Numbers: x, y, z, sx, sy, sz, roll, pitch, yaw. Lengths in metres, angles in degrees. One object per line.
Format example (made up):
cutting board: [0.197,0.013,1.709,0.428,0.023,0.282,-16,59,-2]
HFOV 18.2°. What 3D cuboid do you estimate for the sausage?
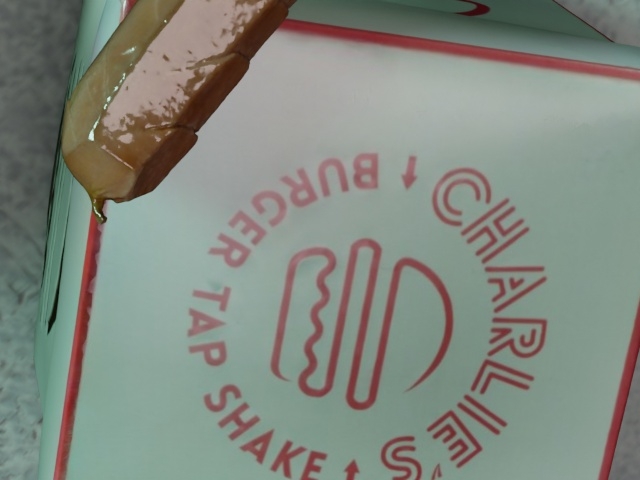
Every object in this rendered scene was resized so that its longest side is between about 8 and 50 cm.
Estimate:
sausage: [-0.067,-0.087,0.936,0.065,0.065,0.169,37,90,-21]

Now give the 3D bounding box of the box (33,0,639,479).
box: [0.000,0.000,1.165,0.312,0.300,0.314,6,106,-13]
